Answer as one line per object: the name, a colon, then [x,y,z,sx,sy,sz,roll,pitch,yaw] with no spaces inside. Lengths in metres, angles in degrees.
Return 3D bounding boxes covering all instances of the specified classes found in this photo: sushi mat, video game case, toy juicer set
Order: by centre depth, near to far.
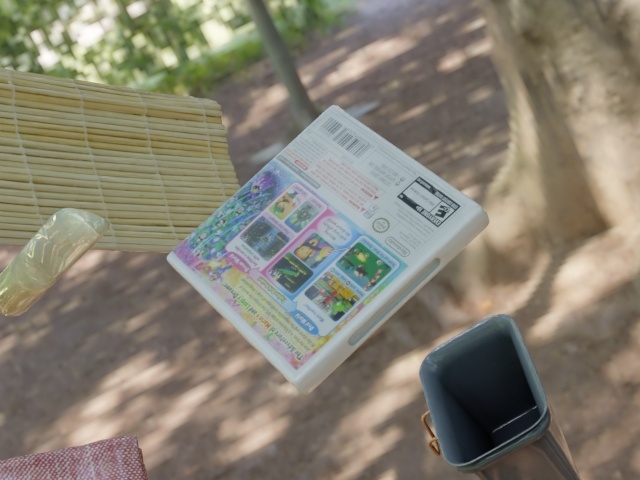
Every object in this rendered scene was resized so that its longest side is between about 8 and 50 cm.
video game case: [0.000,0.000,0.899,0.143,0.019,0.157,-43,43,-7]
toy juicer set: [-0.291,0.022,0.949,0.329,0.089,0.209,10,-22,0]
sushi mat: [-0.176,-0.060,1.175,0.019,0.151,0.317,-30,-21,36]

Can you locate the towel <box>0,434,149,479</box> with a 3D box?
towel: [-0.200,0.206,0.519,0.329,0.237,0.037,-9,-26,-10]

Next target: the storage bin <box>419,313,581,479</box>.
storage bin: [0.134,0.140,1.145,0.098,0.091,0.135,-31,30,11]
